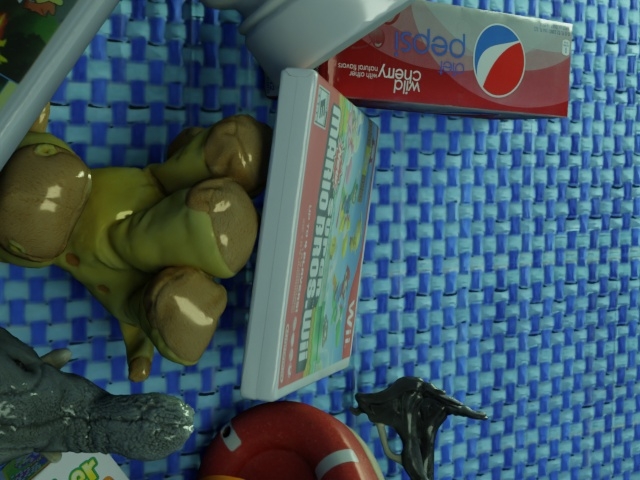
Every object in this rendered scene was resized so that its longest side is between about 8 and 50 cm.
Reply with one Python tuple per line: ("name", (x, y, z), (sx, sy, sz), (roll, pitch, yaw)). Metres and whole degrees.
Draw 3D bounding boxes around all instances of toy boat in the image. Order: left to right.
("toy boat", (-0.035, 0.206, 0.858), (0.151, 0.231, 0.151), (-43, 127, 13))

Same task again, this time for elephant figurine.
("elephant figurine", (-0.226, 0.085, 0.697), (0.186, 0.239, 0.169), (-41, 117, -26))

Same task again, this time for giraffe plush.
("giraffe plush", (-0.149, -0.018, 0.799), (0.170, 0.210, 0.181), (25, 61, -18))

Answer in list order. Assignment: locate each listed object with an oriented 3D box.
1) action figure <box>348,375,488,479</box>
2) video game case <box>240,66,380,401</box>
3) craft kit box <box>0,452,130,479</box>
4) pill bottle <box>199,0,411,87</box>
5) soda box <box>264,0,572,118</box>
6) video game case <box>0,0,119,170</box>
("action figure", (0.058, 0.252, 0.976), (0.164, 0.141, 0.276), (47, 59, -64))
("video game case", (0.000, 0.000, 0.872), (0.285, 0.025, 0.204), (8, 89, -80))
("craft kit box", (-0.194, 0.296, 0.858), (0.250, 0.061, 0.247), (-45, 115, -24))
("pill bottle", (-0.050, -0.254, 0.798), (0.160, 0.160, 0.283), (-36, 95, -28))
("soda box", (0.084, -0.147, 0.993), (0.263, 0.092, 0.083), (0, 94, -36))
("video game case", (-0.306, -0.102, 0.640), (0.300, 0.036, 0.329), (29, 69, 1))
